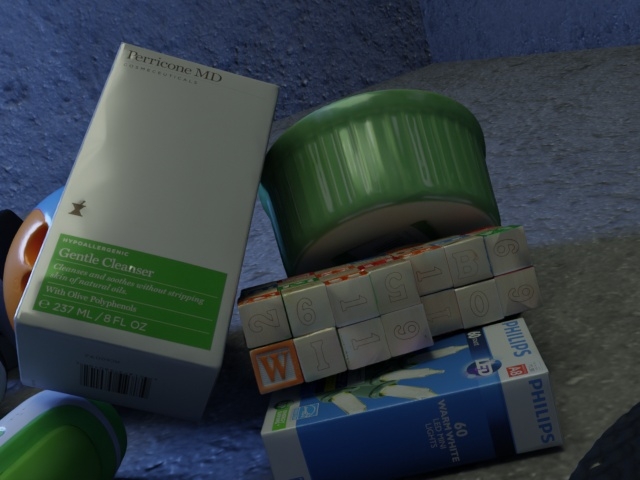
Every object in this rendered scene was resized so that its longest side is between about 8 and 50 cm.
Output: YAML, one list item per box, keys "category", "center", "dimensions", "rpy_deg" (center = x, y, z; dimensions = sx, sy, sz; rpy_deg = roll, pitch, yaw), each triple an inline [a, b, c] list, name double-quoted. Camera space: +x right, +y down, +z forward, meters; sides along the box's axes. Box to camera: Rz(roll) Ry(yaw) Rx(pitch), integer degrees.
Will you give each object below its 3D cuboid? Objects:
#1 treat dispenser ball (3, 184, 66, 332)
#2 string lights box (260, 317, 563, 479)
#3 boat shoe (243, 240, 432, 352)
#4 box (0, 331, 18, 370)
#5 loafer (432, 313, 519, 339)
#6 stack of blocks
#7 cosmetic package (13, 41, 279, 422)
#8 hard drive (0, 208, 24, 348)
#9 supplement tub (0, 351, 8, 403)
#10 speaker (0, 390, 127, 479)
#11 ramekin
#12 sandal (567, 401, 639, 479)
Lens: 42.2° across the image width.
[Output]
- category: "treat dispenser ball"
  center: [-0.263, 0.056, 1.088]
  dimensions: [0.288, 0.288, 0.288]
  rpy_deg: [-15, 17, 5]
- category: "string lights box"
  center: [0.084, 0.159, 0.793]
  dimensions: [0.259, 0.077, 0.133]
  rpy_deg: [-14, 14, 7]
- category: "boat shoe"
  center: [0.043, 0.095, 0.996]
  dimensions: [0.285, 0.103, 0.092]
  rpy_deg: [-23, 46, 9]
- category: "box"
  center: [-0.503, 0.099, 1.372]
  dimensions: [0.056, 0.183, 0.231]
  rpy_deg: [-5, 20, 38]
- category: "loafer"
  center: [0.162, 0.085, 0.985]
  dimensions: [0.170, 0.061, 0.062]
  rpy_deg: [-26, 20, -26]
- category: "stack of blocks"
  center: [0.069, 0.063, 0.863]
  dimensions: [0.297, 0.087, 0.171]
  rpy_deg: [-15, 3, -4]
- category: "cosmetic package"
  center: [-0.174, -0.015, 0.893]
  dimensions: [0.196, 0.155, 0.366]
  rpy_deg: [13, 56, -8]
- category: "hard drive"
  center: [-0.450, 0.073, 1.278]
  dimensions: [0.054, 0.255, 0.172]
  rpy_deg: [-34, 10, 21]
- category: "supplement tub"
  center: [-0.585, 0.117, 1.124]
  dimensions: [0.207, 0.207, 0.338]
  rpy_deg: [-27, 51, -31]
- category: "speaker"
  center: [-0.306, 0.255, 0.771]
  dimensions: [0.131, 0.131, 0.296]
  rpy_deg: [-8, 18, 26]
- category: "ramekin"
  center: [0.080, -0.034, 1.053]
  dimensions: [0.303, 0.303, 0.148]
  rpy_deg: [-15, 58, 4]
- category: "sandal"
  center: [0.190, 0.228, 0.467]
  dimensions: [0.445, 0.107, 0.167]
  rpy_deg: [-41, 28, -28]
